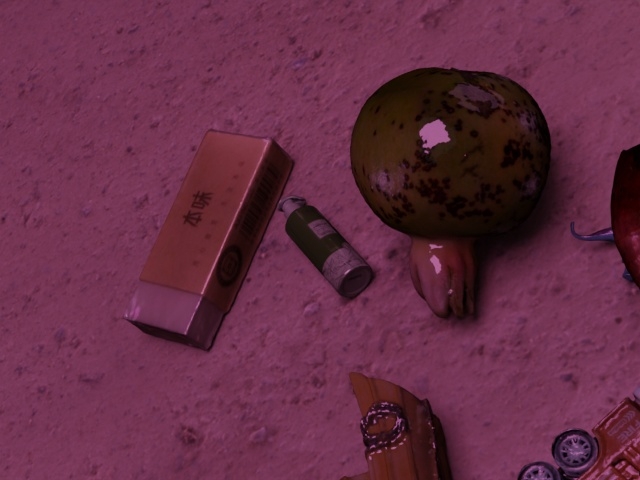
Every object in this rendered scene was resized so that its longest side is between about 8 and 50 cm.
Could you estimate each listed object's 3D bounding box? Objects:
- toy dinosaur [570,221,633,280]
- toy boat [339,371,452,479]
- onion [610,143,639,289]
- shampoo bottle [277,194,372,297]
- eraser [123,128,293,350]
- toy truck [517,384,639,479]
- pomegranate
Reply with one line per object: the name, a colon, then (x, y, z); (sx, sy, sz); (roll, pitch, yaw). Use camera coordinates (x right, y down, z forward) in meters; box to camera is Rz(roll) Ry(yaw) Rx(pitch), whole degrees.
toy dinosaur: (0.417, 0.009, 1.639); (0.197, 0.045, 0.080); (12, 57, 26)
toy boat: (0.094, 0.366, 1.575); (0.162, 0.136, 0.446); (-18, 51, 15)
onion: (0.511, -0.023, 1.450); (0.341, 0.341, 0.341); (-14, 58, 23)
shampoo bottle: (0.000, 0.000, 1.871); (0.065, 0.065, 0.204); (-43, 51, 1)
eraser: (-0.175, -0.006, 1.960); (0.144, 0.078, 0.343); (10, 69, 35)
toy truck: (0.393, 0.266, 1.437); (0.338, 0.133, 0.184); (-41, 49, -4)
pomegranate: (0.178, -0.063, 1.708); (0.285, 0.285, 0.341); (7, 97, 32)
